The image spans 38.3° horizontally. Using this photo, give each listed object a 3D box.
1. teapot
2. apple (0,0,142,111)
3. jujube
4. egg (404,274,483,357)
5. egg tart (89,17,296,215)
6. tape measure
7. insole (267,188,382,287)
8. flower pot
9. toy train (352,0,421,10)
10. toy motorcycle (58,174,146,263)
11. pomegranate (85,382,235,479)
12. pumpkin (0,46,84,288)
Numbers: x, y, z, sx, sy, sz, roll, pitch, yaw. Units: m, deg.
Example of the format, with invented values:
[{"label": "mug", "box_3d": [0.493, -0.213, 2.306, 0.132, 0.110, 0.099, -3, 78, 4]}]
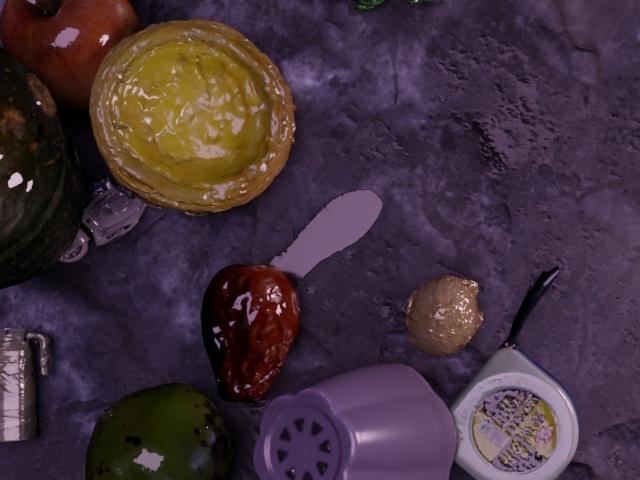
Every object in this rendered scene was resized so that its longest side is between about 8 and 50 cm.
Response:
[{"label": "teapot", "box_3d": [-0.531, 0.252, 1.638, 0.107, 0.077, 0.201, -4, 83, 7]}, {"label": "apple", "box_3d": [-0.430, -0.347, 1.619, 0.253, 0.253, 0.254, -1, 84, 11]}, {"label": "jujube", "box_3d": [-0.120, 0.155, 1.530, 0.168, 0.168, 0.237, 6, 88, 12]}, {"label": "egg", "box_3d": [0.199, 0.121, 1.496, 0.116, 0.118, 0.140, 38, 104, 55]}, {"label": "egg tart", "box_3d": [-0.216, -0.203, 1.570, 0.345, 0.132, 0.346, 1, 85, -13]}, {"label": "tape measure", "box_3d": [0.337, 0.234, 1.452, 0.215, 0.098, 0.351, 39, 100, 14]}, {"label": "insole", "box_3d": [0.000, 0.000, 1.598, 0.253, 0.005, 0.086, -40, 77, 4]}, {"label": "flower pot", "box_3d": [0.043, 0.309, 1.397, 0.265, 0.243, 0.265, -7, 77, 31]}, {"label": "toy train", "box_3d": [0.119, -0.506, 1.562, 0.243, 0.132, 0.188, 1, 78, 19]}, {"label": "toy motorcycle", "box_3d": [-0.377, -0.054, 1.639, 0.112, 0.112, 0.254, 42, 91, 12]}, {"label": "pomegranate", "box_3d": [-0.249, 0.361, 1.497, 0.270, 0.254, 0.254, 36, 91, 1]}, {"label": "pumpkin", "box_3d": [-0.567, -0.136, 1.445, 0.344, 0.454, 0.454, -40, 78, -7]}]
